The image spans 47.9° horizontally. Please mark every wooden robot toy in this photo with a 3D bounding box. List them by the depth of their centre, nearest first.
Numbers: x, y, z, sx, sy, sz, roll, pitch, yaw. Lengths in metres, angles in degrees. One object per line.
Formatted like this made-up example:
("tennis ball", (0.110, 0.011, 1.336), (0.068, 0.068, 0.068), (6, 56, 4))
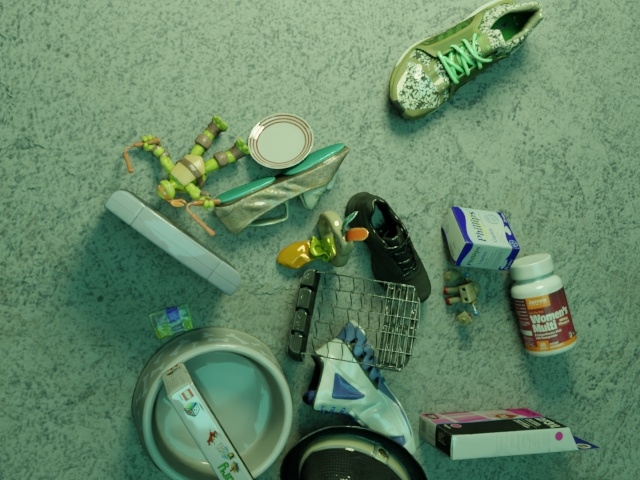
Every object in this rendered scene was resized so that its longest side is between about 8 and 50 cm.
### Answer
("wooden robot toy", (0.337, 0.109, 1.681), (0.079, 0.076, 0.173), (-20, 98, -49))

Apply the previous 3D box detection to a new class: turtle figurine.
("turtle figurine", (-0.252, -0.141, 1.480), (0.217, 0.087, 0.269), (-42, 74, -17))

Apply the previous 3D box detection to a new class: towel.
("towel", (-0.315, 0.171, 1.521), (0.083, 0.009, 0.060), (-15, 95, -14))

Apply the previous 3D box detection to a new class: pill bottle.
("pill bottle", (0.517, 0.150, 1.690), (0.121, 0.121, 0.221), (-18, 97, -14))

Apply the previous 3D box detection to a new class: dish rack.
("dish rack", (0.071, 0.170, 1.518), (0.272, 0.074, 0.208), (8, 72, 9))

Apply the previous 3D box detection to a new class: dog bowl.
("dog bowl", (-0.217, 0.359, 1.507), (0.349, 0.102, 0.348), (0, 92, -16))

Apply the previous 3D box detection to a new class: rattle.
("rattle", (0.000, 0.000, 1.502), (0.143, 0.200, 0.130), (2, 91, -15))

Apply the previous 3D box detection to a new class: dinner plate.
("dinner plate", (-0.084, -0.211, 1.539), (0.141, 0.017, 0.141), (-2, 64, 4))

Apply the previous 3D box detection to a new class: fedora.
("fedora", (0.067, 0.553, 1.507), (0.334, 0.152, 0.333), (3, 115, 6))

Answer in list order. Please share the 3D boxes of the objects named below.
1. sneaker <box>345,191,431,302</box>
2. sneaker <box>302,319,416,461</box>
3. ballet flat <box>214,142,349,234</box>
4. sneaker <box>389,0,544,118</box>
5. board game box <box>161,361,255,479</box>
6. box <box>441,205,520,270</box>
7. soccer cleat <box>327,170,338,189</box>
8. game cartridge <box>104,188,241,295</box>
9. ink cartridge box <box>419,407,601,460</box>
("sneaker", (0.159, 0.022, 1.584), (0.109, 0.130, 0.286), (-38, 102, -13))
("sneaker", (0.065, 0.352, 1.582), (0.182, 0.127, 0.315), (-27, 92, -9))
("ballet flat", (-0.071, -0.104, 1.541), (0.316, 0.107, 0.106), (-24, 111, -6))
("sneaker", (0.325, -0.421, 1.587), (0.410, 0.182, 0.158), (-39, 101, -10))
("board game box", (-0.198, 0.385, 1.361), (0.053, 0.193, 0.305), (-31, 99, -13))
("box", (0.361, -0.005, 1.634), (0.137, 0.126, 0.072), (6, 131, -15))
("soccer cleat", (0.026, -0.154, 1.589), (0.029, 0.036, 0.083), (16, 87, -15))
("game cartridge", (-0.288, -0.001, 1.426), (0.297, 0.198, 0.062), (37, 82, -14))
("ink cartridge box", (0.430, 0.439, 1.647), (0.371, 0.176, 0.069), (3, 90, -15))
